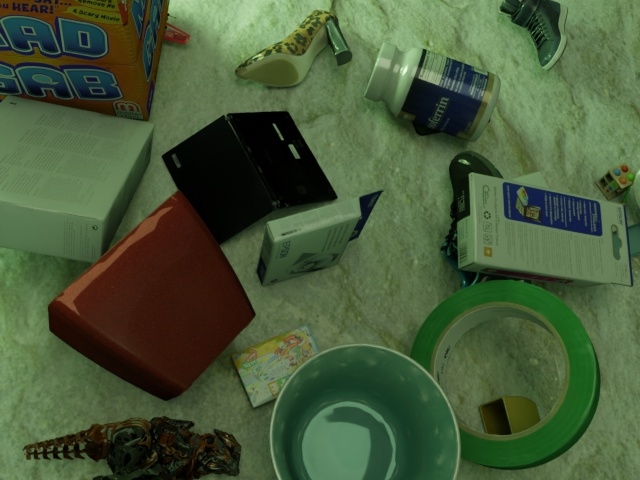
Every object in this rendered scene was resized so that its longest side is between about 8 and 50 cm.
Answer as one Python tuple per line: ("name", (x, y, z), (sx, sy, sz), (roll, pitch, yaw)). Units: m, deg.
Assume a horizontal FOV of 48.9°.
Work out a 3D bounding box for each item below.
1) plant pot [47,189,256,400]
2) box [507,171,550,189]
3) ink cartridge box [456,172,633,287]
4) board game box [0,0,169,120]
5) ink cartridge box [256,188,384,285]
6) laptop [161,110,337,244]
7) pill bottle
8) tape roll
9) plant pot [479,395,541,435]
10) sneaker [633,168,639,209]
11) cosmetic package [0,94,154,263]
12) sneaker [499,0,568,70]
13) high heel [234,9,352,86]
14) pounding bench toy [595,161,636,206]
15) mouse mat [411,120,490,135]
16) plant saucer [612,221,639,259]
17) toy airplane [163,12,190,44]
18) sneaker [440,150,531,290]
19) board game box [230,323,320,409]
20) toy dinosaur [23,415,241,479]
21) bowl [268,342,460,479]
("plant pot", (-0.267, 0.120, 1.179), (0.236, 0.267, 0.267), (46, 65, -3))
("box", (0.417, -0.075, 1.472), (0.102, 0.101, 0.087), (-17, 70, -19))
("ink cartridge box", (0.433, -0.011, 1.355), (0.371, 0.069, 0.176), (8, 72, -19))
("board game box", (-0.498, -0.483, 1.325), (0.356, 0.356, 0.356), (4, 65, -3))
("ink cartridge box", (0.000, 0.000, 1.291), (0.224, 0.223, 0.045), (-18, 71, -16))
("laptop", (-0.141, -0.131, 1.441), (0.264, 0.136, 0.234), (-13, 67, -44))
("pill bottle", (0.237, -0.324, 1.516), (0.264, 0.153, 0.153), (19, 64, -1))
("tape roll", (0.317, 0.232, 1.234), (0.321, 0.077, 0.321), (-10, 65, 23))
("plant pot", (0.355, 0.330, 1.290), (0.083, 0.081, 0.081), (0, 65, -22))
("sneaker", (0.753, -0.069, 1.541), (0.094, 0.080, 0.212), (-25, 90, -56))
("cosmetic package", (-0.472, -0.120, 1.229), (0.284, 0.097, 0.377), (12, 32, -7))
("sneaker", (0.505, -0.514, 1.689), (0.163, 0.086, 0.226), (23, 53, -12))
("high heel", (-0.075, -0.435, 1.569), (0.261, 0.093, 0.186), (-14, 51, -7))
("pounding bench toy", (0.667, -0.120, 1.560), (0.052, 0.065, 0.083), (-23, 72, -20))
("mouse mat", (0.281, -0.317, 1.610), (0.189, 0.007, 0.152), (-12, 69, -17))
("plant saucer", (0.656, 0.009, 1.526), (0.192, 0.018, 0.067), (-16, 70, -18))
("toy airplane", (-0.362, -0.440, 1.530), (0.151, 0.028, 0.151), (3, 65, -7))
("sneaker", (0.310, -0.028, 1.416), (0.139, 0.125, 0.341), (-7, 67, -15))
("board game box", (-0.073, 0.228, 1.281), (0.154, 0.026, 0.103), (-21, 72, -19))
("toy dinosaur", (-0.292, 0.361, 1.121), (0.322, 0.164, 0.218), (-10, 28, 0))
("bowl", (0.060, 0.341, 1.179), (0.311, 0.163, 0.311), (4, 66, -9))
